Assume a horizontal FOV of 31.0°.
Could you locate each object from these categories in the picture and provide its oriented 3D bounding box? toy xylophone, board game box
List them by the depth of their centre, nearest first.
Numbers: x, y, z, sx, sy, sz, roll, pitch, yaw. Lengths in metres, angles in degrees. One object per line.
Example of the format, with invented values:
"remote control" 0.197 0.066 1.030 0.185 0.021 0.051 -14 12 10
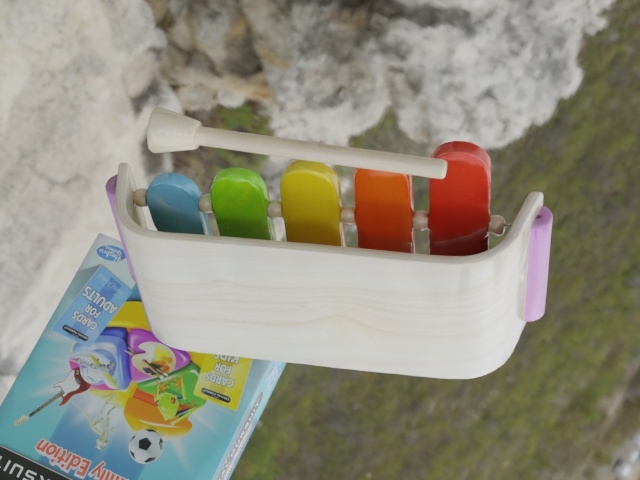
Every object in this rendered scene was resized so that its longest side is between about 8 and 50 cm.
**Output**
"toy xylophone" 0.000 0.000 0.786 0.236 0.323 0.081 94 9 -46
"board game box" -0.208 0.190 1.276 0.079 0.254 0.336 78 36 -66
